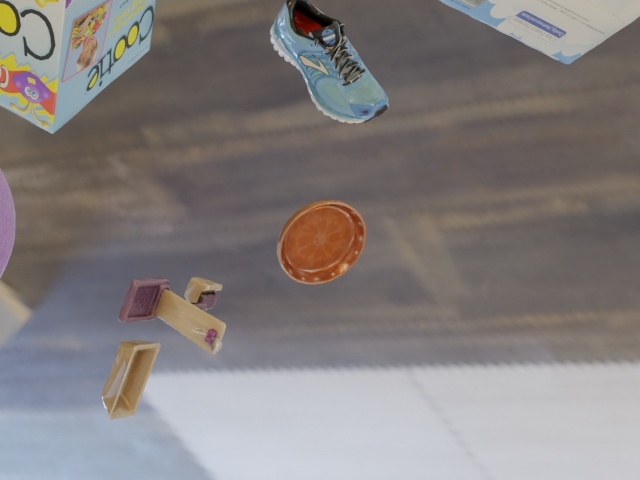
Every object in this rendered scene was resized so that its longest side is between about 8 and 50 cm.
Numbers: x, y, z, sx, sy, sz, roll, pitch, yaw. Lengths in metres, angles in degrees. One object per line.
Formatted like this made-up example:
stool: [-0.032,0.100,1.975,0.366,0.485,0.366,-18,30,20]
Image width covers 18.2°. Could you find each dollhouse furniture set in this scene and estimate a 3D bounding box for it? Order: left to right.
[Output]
dollhouse furniture set: [-0.107,0.096,1.543,0.081,0.091,0.114,31,108,30]

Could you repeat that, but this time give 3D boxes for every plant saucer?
plant saucer: [0.000,0.000,1.768,0.013,0.083,0.083,53,172,51]

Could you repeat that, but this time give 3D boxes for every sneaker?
sneaker: [0.008,-0.184,2.017,0.162,0.063,0.073,46,154,18]

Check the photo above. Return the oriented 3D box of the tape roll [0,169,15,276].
tape roll: [-0.471,-0.014,2.148,0.275,0.275,0.090,34,143,-4]

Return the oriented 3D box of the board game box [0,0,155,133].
board game box: [-0.209,-0.246,1.502,0.142,0.144,0.275,27,134,15]

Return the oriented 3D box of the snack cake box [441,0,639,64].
snack cake box: [0.122,-0.267,1.360,0.089,0.264,0.152,-34,144,32]
